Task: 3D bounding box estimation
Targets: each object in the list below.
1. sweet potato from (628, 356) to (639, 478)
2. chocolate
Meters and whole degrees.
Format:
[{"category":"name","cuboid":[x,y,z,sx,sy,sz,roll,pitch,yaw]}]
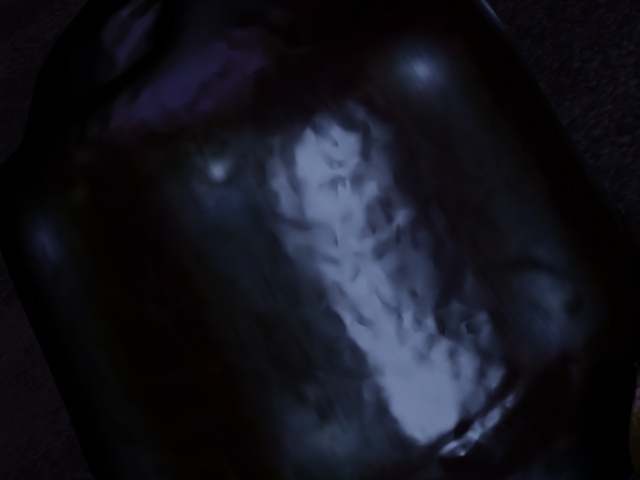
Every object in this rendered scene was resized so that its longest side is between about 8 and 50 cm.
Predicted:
[{"category":"sweet potato","cuboid":[0.229,0.111,0.729,0.077,0.077,0.243,-43,35,-21]},{"category":"chocolate","cuboid":[-0.019,-0.001,0.928,0.383,0.331,0.384,-25,27,14]}]
